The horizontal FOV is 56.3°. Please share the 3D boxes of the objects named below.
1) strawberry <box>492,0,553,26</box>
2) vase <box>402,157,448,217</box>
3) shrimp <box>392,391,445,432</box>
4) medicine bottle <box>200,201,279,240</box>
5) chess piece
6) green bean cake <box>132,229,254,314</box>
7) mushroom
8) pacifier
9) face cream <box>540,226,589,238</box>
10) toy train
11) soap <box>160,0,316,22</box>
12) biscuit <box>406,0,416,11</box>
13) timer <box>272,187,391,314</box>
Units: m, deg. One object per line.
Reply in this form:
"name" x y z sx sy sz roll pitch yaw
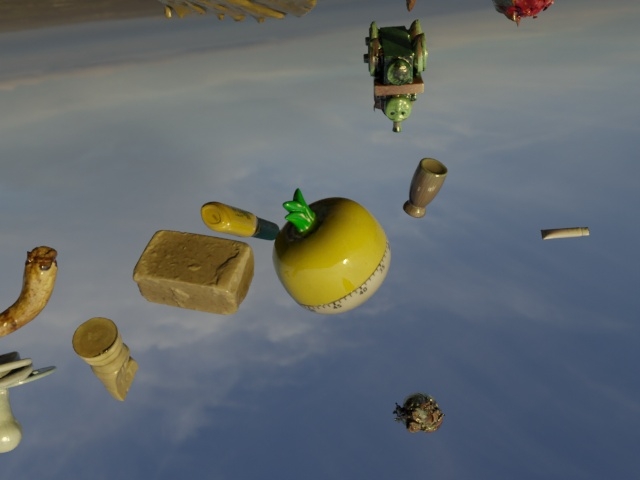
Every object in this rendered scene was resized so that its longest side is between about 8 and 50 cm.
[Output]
"strawberry" 0.591 -0.765 1.593 0.343 0.292 0.292 -28 -167 20
"vase" 0.180 -0.089 1.043 0.053 0.101 0.053 11 -140 -9
"shrimp" 0.175 0.322 1.110 0.090 0.079 0.233 -19 160 21
"medicine bottle" -0.178 -0.039 1.416 0.095 0.064 0.260 30 -173 27
"chess piece" -0.420 0.244 1.201 0.090 0.200 0.090 -2 -130 2
"green bean cake" -0.209 0.053 1.002 0.179 0.085 0.109 8 -131 9
"mushroom" -0.557 0.174 0.963 0.301 0.233 0.208 -17 -156 2
"pacifier" -0.787 0.402 1.452 0.299 0.233 0.244 -15 -176 -27
"face cream" 0.622 -0.019 1.524 0.115 0.020 0.038 -5 -141 15
"toy train" 0.181 -0.400 1.442 0.150 0.222 0.304 -1 -146 5
"soap" -0.037 -0.314 0.640 0.304 0.170 0.338 13 -177 -21
"biscuit" 0.189 -0.527 1.190 0.019 0.120 0.130 -2 -179 -5
"timer" 0.000 0.000 1.316 0.285 0.285 0.285 -6 -160 2
